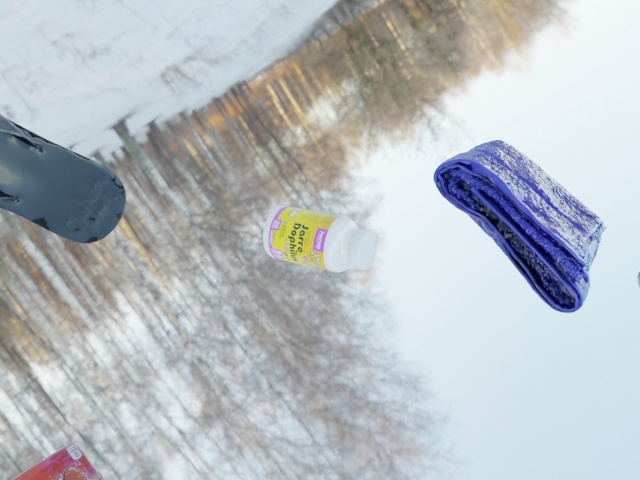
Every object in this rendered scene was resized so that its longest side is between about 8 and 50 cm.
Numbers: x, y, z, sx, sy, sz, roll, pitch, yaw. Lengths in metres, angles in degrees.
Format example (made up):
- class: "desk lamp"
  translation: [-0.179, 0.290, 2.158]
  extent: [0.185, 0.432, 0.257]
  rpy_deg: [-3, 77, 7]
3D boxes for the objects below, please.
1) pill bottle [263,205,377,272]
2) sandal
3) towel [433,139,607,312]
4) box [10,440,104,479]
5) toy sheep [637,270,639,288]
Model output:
- class: "pill bottle"
  translation: [0.000, 0.000, 0.634]
  extent: [0.083, 0.043, 0.043]
  rpy_deg: [11, -146, 28]
- class: "sandal"
  translation: [-0.274, -0.067, 0.658]
  extent: [0.054, 0.255, 0.097]
  rpy_deg: [27, -82, 59]
- class: "towel"
  translation: [0.271, -0.041, 1.046]
  extent: [0.076, 0.227, 0.308]
  rpy_deg: [-45, 173, 23]
- class: "box"
  translation: [-0.399, 0.386, 1.040]
  extent: [0.128, 0.122, 0.257]
  rpy_deg: [-43, 171, 37]
- class: "toy sheep"
  translation: [0.214, 0.030, 0.432]
  extent: [0.091, 0.132, 0.091]
  rpy_deg: [-30, 175, -3]
